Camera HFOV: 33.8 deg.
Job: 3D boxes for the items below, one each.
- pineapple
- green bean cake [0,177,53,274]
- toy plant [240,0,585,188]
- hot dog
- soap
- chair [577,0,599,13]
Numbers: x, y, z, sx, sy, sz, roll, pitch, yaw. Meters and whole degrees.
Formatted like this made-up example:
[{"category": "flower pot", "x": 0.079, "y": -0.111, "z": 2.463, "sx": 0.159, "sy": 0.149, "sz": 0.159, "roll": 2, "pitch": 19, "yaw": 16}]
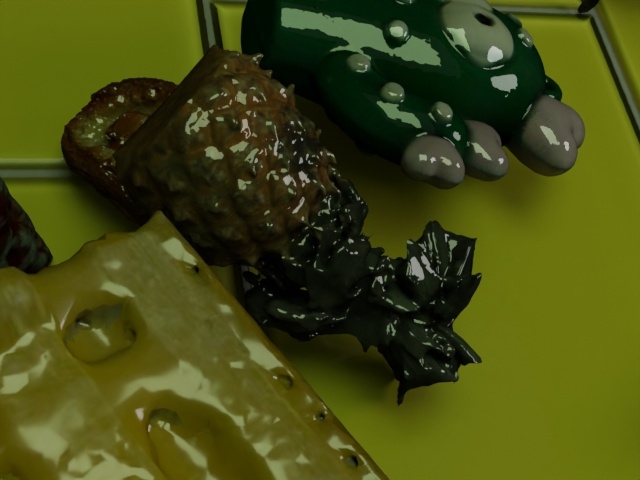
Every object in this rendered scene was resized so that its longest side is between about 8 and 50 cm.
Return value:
[{"category": "pineapple", "x": 0.000, "y": 0.000, "z": 0.604, "sx": 0.237, "sy": 0.119, "sz": 0.111, "roll": 43, "pitch": 42, "yaw": -14}, {"category": "green bean cake", "x": -0.265, "y": 0.028, "z": 0.541, "sx": 0.097, "sy": 0.198, "sz": 0.233, "roll": 35, "pitch": 71, "yaw": 20}, {"category": "toy plant", "x": 0.070, "y": -0.121, "z": 0.729, "sx": 0.243, "sy": 0.112, "sz": 0.232, "roll": -12, "pitch": 51, "yaw": -42}, {"category": "hot dog", "x": -0.097, "y": -0.049, "z": 0.674, "sx": 0.147, "sy": 0.065, "sz": 0.099, "roll": 43, "pitch": 66, "yaw": 13}, {"category": "soap", "x": -0.101, "y": 0.183, "z": 0.463, "sx": 0.293, "sy": 0.156, "sz": 0.335, "roll": -32, "pitch": 70, "yaw": -33}, {"category": "chair", "x": 0.311, "y": -0.290, "z": 0.856, "sx": 0.149, "sy": 0.213, "sz": 0.174, "roll": 7, "pitch": 54, "yaw": -17}]
